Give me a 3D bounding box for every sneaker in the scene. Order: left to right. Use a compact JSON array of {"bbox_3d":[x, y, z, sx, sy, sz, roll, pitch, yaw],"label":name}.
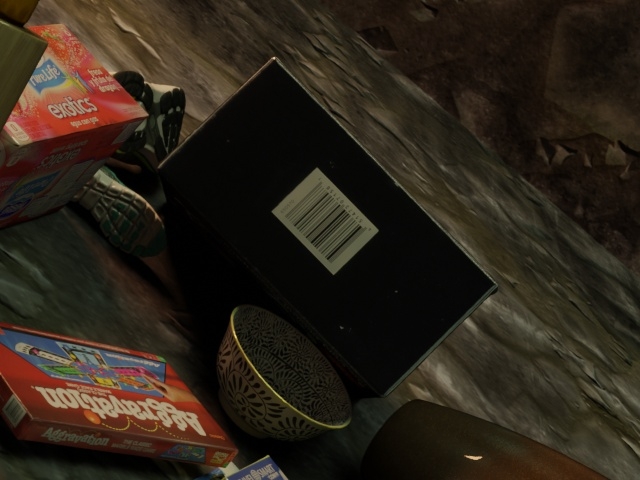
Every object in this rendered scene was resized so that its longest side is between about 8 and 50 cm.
[{"bbox_3d":[-0.232,-0.050,1.979,0.166,0.065,0.076,43,15,-9],"label":"sneaker"},{"bbox_3d":[-0.240,-0.144,2.077,0.121,0.111,0.300,10,-7,15],"label":"sneaker"}]

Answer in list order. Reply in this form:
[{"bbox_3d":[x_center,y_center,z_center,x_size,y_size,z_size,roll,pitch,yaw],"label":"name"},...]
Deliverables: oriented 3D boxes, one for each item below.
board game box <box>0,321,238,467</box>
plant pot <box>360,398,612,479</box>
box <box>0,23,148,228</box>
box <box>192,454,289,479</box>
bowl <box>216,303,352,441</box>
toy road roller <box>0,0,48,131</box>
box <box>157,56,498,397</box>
[{"bbox_3d":[-0.206,0.141,1.651,0.281,0.027,0.145,18,25,-53],"label":"board game box"},{"bbox_3d":[0.162,0.280,1.929,0.230,0.215,0.215,36,14,24],"label":"plant pot"},{"bbox_3d":[-0.319,-0.108,1.780,0.142,0.154,0.300,46,20,6],"label":"box"},{"bbox_3d":[-0.039,0.279,1.717,0.178,0.042,0.109,49,19,11],"label":"box"},{"bbox_3d":[-0.054,0.156,1.882,0.170,0.080,0.170,38,19,-16],"label":"bowl"},{"bbox_3d":[-0.399,-0.182,1.473,0.329,0.202,0.240,28,5,-13],"label":"toy road roller"},{"bbox_3d":[0.000,0.000,2.006,0.343,0.179,0.312,46,-5,2],"label":"box"}]
